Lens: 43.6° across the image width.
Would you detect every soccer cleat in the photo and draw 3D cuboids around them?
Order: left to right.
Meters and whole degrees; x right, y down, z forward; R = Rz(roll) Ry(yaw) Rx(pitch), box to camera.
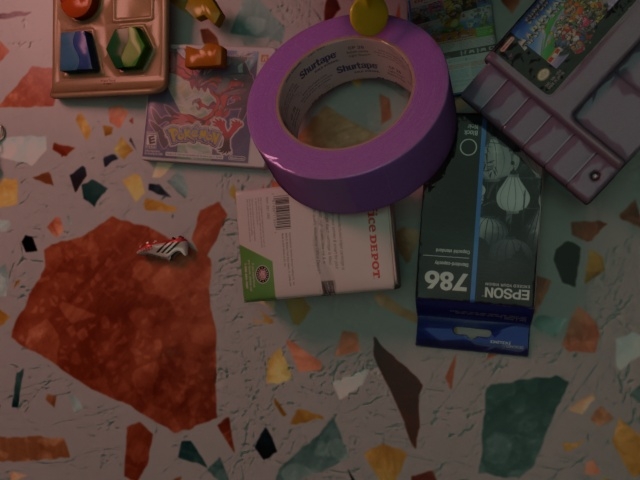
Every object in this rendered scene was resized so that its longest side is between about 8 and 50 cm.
[{"bbox_3d":[-0.241,0.017,1.222,0.083,0.029,0.036,-12,81,7],"label":"soccer cleat"}]

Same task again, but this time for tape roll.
[{"bbox_3d":[0.043,-0.175,1.083,0.274,0.090,0.275,-7,59,13],"label":"tape roll"}]

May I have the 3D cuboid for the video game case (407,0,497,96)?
[{"bbox_3d":[0.192,-0.290,1.150,0.119,0.015,0.166,-7,86,12],"label":"video game case"}]

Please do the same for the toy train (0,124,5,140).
[{"bbox_3d":[-0.601,-0.152,1.298,0.166,0.046,0.125,4,88,13],"label":"toy train"}]

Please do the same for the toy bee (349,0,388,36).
[{"bbox_3d":[0.025,-0.355,1.040,0.162,0.298,0.195,-28,92,-30],"label":"toy bee"}]

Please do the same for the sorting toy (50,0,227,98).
[{"bbox_3d":[-0.287,-0.335,1.222,0.307,0.041,0.229,1,87,20],"label":"sorting toy"}]

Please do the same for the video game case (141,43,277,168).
[{"bbox_3d":[-0.169,-0.206,1.220,0.201,0.023,0.184,5,88,13],"label":"video game case"}]

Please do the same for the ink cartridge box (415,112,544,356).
[{"bbox_3d":[0.220,-0.008,1.107,0.165,0.065,0.333,3,89,12],"label":"ink cartridge box"}]

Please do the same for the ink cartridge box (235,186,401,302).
[{"bbox_3d":[0.000,0.000,1.137,0.219,0.092,0.160,-5,86,12],"label":"ink cartridge box"}]

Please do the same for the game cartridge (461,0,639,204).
[{"bbox_3d":[0.375,-0.251,1.013,0.230,0.068,0.355,43,100,10],"label":"game cartridge"}]
